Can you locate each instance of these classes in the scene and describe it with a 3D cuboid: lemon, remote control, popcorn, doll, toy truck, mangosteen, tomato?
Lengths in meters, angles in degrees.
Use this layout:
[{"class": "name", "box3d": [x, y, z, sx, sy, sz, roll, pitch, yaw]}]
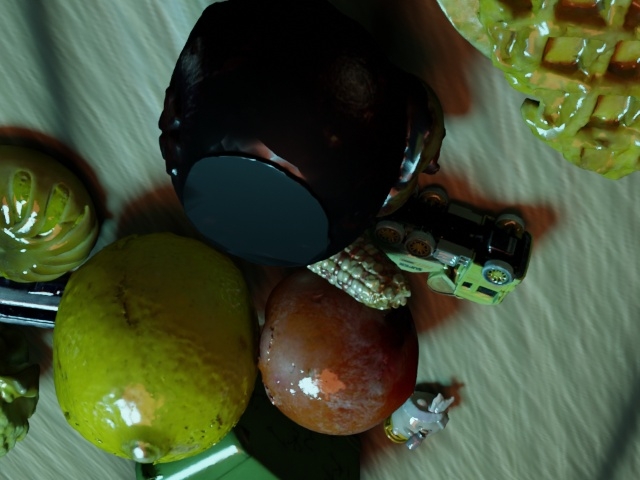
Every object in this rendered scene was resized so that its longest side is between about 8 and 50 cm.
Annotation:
[{"class": "lemon", "box3d": [-0.200, 0.133, 1.119, 0.258, 0.310, 0.258, -5, 137, -5]}, {"class": "remote control", "box3d": [-0.349, 0.098, 1.287, 0.266, 0.066, 0.090, 13, 139, 3]}, {"class": "popcorn", "box3d": [-0.535, 0.205, 1.338, 0.270, 0.224, 0.258, 16, 129, 8]}, {"class": "doll", "box3d": [0.139, 0.255, 1.302, 0.073, 0.084, 0.127, 28, 141, -15]}, {"class": "toy truck", "box3d": [0.136, 0.011, 1.062, 0.191, 0.085, 0.116, 19, 144, 0]}, {"class": "mangosteen", "box3d": [-0.012, -0.099, 0.886, 0.287, 0.233, 0.287, 10, 141, 8]}, {"class": "tomato", "box3d": [0.027, 0.131, 1.125, 0.184, 0.208, 0.208, -4, 133, 12]}]

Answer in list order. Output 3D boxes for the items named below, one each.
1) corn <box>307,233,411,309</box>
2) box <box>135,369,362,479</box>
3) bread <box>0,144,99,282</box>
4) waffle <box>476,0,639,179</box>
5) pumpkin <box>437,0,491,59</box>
[{"class": "corn", "box3d": [0.000, 0.000, 1.025, 0.237, 0.079, 0.079, 38, 144, 29]}, {"class": "box", "box3d": [-0.082, 0.307, 1.311, 0.178, 0.253, 0.329, -31, 122, 21]}, {"class": "bread", "box3d": [-0.380, -0.021, 1.155, 0.213, 0.105, 0.213, 5, 136, 5]}, {"class": "waffle", "box3d": [0.281, -0.160, 0.625, 0.325, 0.068, 0.302, -31, 124, 27]}, {"class": "pumpkin", "box3d": [0.215, -0.301, 0.672, 0.332, 0.199, 0.332, 2, 135, 2]}]
